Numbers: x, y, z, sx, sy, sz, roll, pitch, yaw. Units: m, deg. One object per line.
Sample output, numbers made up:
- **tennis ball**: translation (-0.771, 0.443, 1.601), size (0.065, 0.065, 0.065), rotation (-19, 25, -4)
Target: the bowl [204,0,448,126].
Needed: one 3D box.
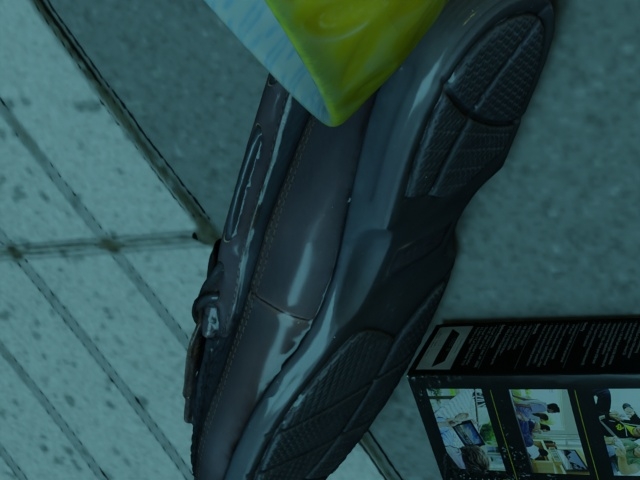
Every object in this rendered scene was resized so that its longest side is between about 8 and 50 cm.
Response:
- **bowl**: translation (-0.027, -0.190, 0.394), size (0.156, 0.289, 0.289), rotation (-39, 100, 0)

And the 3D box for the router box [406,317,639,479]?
- **router box**: translation (0.128, 0.120, 0.616), size (0.133, 0.046, 0.178), rotation (-3, 119, 30)

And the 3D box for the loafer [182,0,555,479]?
- **loafer**: translation (0.000, 0.000, 0.585), size (0.095, 0.109, 0.302), rotation (41, 128, 24)
